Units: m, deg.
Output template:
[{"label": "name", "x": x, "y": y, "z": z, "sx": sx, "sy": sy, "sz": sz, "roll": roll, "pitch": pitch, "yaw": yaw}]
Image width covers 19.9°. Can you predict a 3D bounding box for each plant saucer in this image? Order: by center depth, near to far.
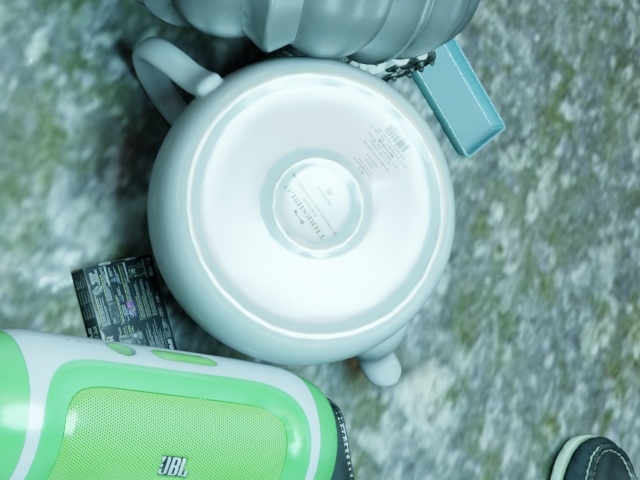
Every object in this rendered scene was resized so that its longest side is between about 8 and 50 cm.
[{"label": "plant saucer", "x": 0.103, "y": -0.170, "z": 1.690, "sx": 0.067, "sy": 0.018, "sz": 0.192, "roll": -38, "pitch": 103, "yaw": -40}]

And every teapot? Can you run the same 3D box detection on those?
[{"label": "teapot", "x": -0.030, "y": -0.022, "z": 1.429, "sx": 0.253, "sy": 0.187, "sz": 0.256, "roll": 6, "pitch": 84, "yaw": -15}]

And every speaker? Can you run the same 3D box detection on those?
[{"label": "speaker", "x": -0.134, "y": 0.139, "z": 1.325, "sx": 0.297, "sy": 0.131, "sz": 0.131, "roll": 11, "pitch": 70, "yaw": -38}]

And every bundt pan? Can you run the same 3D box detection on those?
[{"label": "bundt pan", "x": -0.024, "y": -0.224, "z": 1.412, "sx": 0.331, "sy": 0.331, "sz": 0.124, "roll": -3, "pitch": 113, "yaw": -40}]

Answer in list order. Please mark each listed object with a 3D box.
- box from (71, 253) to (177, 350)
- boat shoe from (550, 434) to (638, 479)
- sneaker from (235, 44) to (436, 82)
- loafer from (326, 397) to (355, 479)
[{"label": "box", "x": -0.151, "y": 0.057, "z": 1.410, "sx": 0.067, "sy": 0.018, "sz": 0.083, "roll": -13, "pitch": 85, "yaw": -41}, {"label": "boat shoe", "x": 0.280, "y": 0.335, "z": 1.615, "sx": 0.127, "sy": 0.113, "sz": 0.340, "roll": 15, "pitch": 67, "yaw": -35}, {"label": "sneaker", "x": -0.001, "y": -0.174, "z": 1.570, "sx": 0.234, "sy": 0.078, "sz": 0.106, "roll": -19, "pitch": 86, "yaw": -45}, {"label": "loafer", "x": 0.007, "y": 0.230, "z": 1.446, "sx": 0.076, "sy": 0.078, "sz": 0.223, "roll": 11, "pitch": 70, "yaw": -37}]
